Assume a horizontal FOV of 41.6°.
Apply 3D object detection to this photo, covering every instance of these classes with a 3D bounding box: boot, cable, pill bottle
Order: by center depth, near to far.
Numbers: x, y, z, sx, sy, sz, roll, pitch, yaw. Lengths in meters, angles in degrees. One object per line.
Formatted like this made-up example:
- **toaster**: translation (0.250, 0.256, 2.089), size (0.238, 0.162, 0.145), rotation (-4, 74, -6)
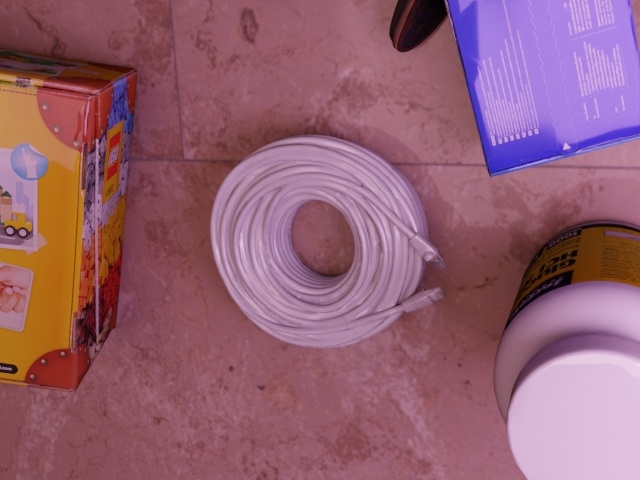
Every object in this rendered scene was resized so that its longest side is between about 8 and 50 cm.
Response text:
- **pill bottle**: translation (0.266, 0.106, 0.792), size (0.188, 0.334, 0.188), rotation (5, 106, 18)
- **boot**: translation (0.105, -0.316, 0.887), size (0.106, 0.082, 0.219), rotation (40, 119, 28)
- **cable**: translation (0.000, 0.000, 0.993), size (0.257, 0.089, 0.257), rotation (-32, 92, 25)

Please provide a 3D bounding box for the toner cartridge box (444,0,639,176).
- **toner cartridge box**: translation (0.198, -0.248, 0.802), size (0.165, 0.075, 0.348), rotation (-13, 114, 12)

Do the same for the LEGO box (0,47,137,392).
- **LEGO box**: translation (-0.504, -0.053, 1.022), size (0.500, 0.193, 0.372), rotation (9, 108, -2)
